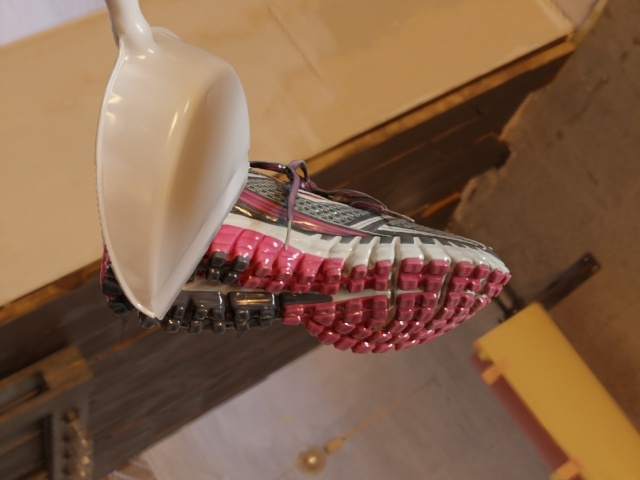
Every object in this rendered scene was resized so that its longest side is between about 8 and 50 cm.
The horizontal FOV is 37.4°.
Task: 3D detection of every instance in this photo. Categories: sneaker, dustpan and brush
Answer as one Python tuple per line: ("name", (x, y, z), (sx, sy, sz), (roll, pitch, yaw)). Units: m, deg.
("sneaker", (0.000, 0.000, 0.663), (0.121, 0.299, 0.112), (126, -34, -45))
("dustpan and brush", (-0.087, -0.080, 0.503), (0.060, 0.147, 0.211), (16, -45, 10))
